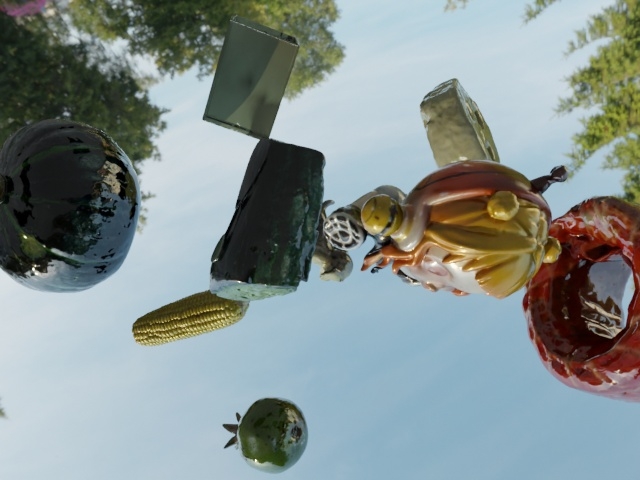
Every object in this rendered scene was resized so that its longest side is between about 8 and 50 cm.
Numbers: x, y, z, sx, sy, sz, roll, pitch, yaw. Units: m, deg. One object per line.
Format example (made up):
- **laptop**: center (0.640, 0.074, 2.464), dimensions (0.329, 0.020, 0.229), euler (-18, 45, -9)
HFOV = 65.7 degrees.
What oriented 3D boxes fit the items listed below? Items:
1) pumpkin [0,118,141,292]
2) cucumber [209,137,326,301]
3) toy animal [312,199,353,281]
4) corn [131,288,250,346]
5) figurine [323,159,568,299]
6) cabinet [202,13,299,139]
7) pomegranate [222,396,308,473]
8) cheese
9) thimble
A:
- **pumpkin**: center (-0.477, -0.065, 0.894), dimensions (0.315, 0.238, 0.315), euler (-3, -95, 34)
- **cucumber**: center (-0.061, -0.011, 0.520), dimensions (0.115, 0.085, 0.193), euler (30, -77, 56)
- **toy animal**: center (-0.011, 0.012, 1.343), dimensions (0.168, 0.121, 0.233), euler (-12, -102, -13)
- **corn**: center (-0.207, 0.121, 0.792), dimensions (0.206, 0.067, 0.067), euler (-18, -142, 14)
- **figurine**: center (0.195, -0.015, 0.747), dimensions (0.323, 0.320, 0.196), euler (0, -110, 45)
- **cabinet**: center (-0.148, -0.347, 1.055), dimensions (0.145, 0.206, 0.150), euler (17, -155, -13)
- **pomegranate**: center (-0.142, 0.477, 1.227), dimensions (0.224, 0.181, 0.181), euler (-10, -140, 38)
- **cheese**: center (0.355, -0.236, 1.217), dimensions (0.115, 0.326, 0.318), euler (-25, -118, 29)
- **thimble**: center (0.535, 0.104, 0.863), dimensions (0.230, 0.350, 0.350), euler (11, -143, -14)
